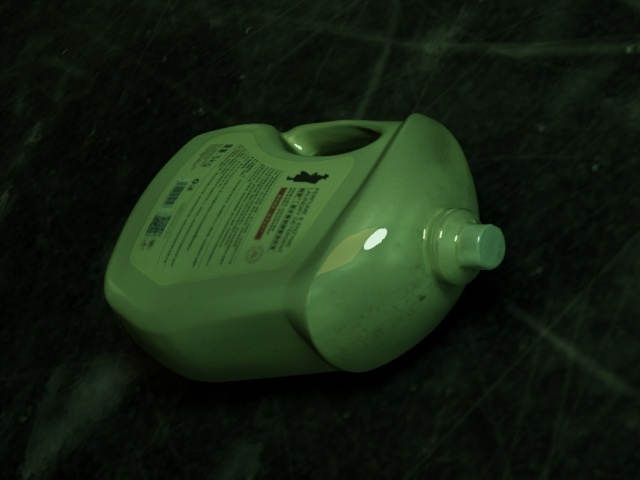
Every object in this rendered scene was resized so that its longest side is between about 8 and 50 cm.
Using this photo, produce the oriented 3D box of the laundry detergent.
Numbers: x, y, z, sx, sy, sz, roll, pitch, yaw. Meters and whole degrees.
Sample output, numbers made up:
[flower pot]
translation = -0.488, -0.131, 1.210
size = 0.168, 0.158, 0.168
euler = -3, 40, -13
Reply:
[laundry detergent]
translation = 0.000, 0.000, 1.017
size = 0.253, 0.091, 0.181
euler = -1, 49, 43
